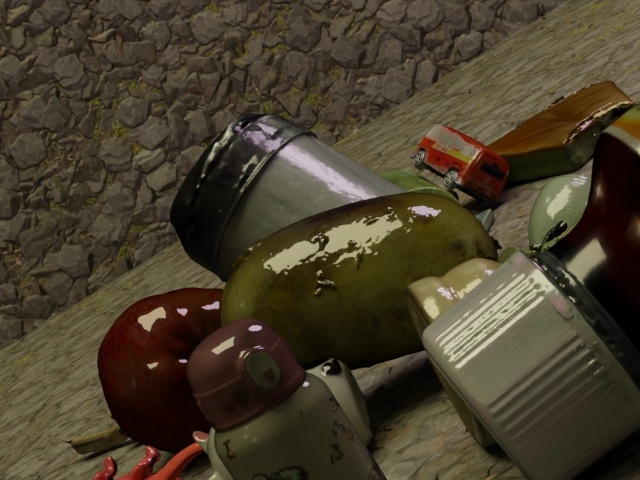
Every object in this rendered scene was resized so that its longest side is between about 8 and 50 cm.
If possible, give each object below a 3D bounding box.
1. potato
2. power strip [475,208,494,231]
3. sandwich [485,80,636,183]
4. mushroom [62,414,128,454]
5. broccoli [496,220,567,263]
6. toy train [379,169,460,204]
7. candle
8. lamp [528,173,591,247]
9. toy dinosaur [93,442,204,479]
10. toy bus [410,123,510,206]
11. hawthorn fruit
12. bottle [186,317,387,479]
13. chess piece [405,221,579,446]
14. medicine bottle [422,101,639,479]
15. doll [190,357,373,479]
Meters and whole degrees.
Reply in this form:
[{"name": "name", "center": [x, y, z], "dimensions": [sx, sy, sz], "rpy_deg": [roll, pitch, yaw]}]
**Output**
[{"name": "potato", "center": [0.042, 0.047, 1.894], "dimensions": [0.307, 0.173, 0.210], "rpy_deg": [-14, 11, 4]}, {"name": "power strip", "center": [0.207, -0.016, 2.390], "dimensions": [0.040, 0.016, 0.090], "rpy_deg": [-27, 10, 23]}, {"name": "sandwich", "center": [0.322, -0.135, 2.501], "dimensions": [0.245, 0.063, 0.212], "rpy_deg": [-32, 11, 7]}, {"name": "mushroom", "center": [-0.284, 0.258, 2.415], "dimensions": [0.187, 0.060, 0.061], "rpy_deg": [-30, 15, 40]}, {"name": "broccoli", "center": [0.225, 0.045, 1.730], "dimensions": [0.131, 0.120, 0.130], "rpy_deg": [-62, 22, 11]}, {"name": "toy train", "center": [0.102, -0.028, 2.562], "dimensions": [0.189, 0.126, 0.307], "rpy_deg": [0, 7, -6]}, {"name": "candle", "center": [0.000, 0.000, 2.212], "dimensions": [0.221, 0.342, 0.221], "rpy_deg": [-52, -15, -20]}, {"name": "lamp", "center": [0.256, 0.007, 1.913], "dimensions": [0.106, 0.106, 0.193], "rpy_deg": [-19, 26, 50]}, {"name": "toy dinosaur", "center": [-0.205, 0.296, 1.990], "dimensions": [0.286, 0.070, 0.139], "rpy_deg": [-21, 24, 34]}, {"name": "toy bus", "center": [0.197, -0.109, 2.525], "dimensions": [0.077, 0.079, 0.174], "rpy_deg": [-61, 29, 6]}, {"name": "hawthorn fruit", "center": [-0.183, 0.154, 2.166], "dimensions": [0.208, 0.208, 0.248], "rpy_deg": [-38, 20, -34]}, {"name": "bottle", "center": [-0.025, 0.174, 1.502], "dimensions": [0.110, 0.233, 0.110], "rpy_deg": [-30, 10, 6]}, {"name": "chess piece", "center": [0.241, 0.053, 1.598], "dimensions": [0.299, 0.167, 0.167], "rpy_deg": [-24, 9, -3]}, {"name": "medicine bottle", "center": [0.277, 0.022, 1.413], "dimensions": [0.395, 0.242, 0.242], "rpy_deg": [-40, 10, -4]}, {"name": "doll", "center": [-0.032, 0.194, 1.816], "dimensions": [0.180, 0.107, 0.110], "rpy_deg": [-35, 30, 13]}]
